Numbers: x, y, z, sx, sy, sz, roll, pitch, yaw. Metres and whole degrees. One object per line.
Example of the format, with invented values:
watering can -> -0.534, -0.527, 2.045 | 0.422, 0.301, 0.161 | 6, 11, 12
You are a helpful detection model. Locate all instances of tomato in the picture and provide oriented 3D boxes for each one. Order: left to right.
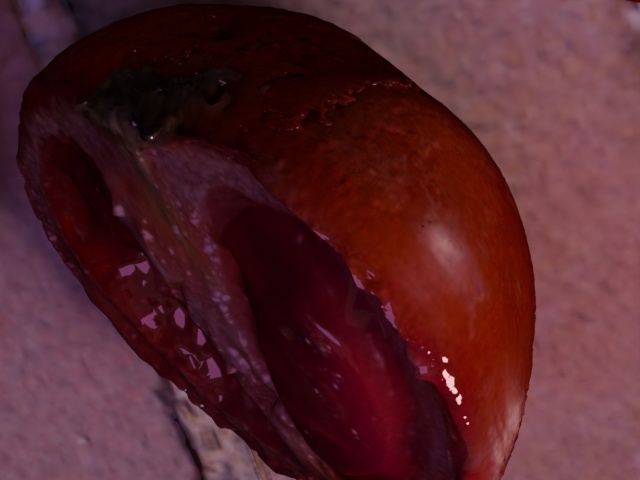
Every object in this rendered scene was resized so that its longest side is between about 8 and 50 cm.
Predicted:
tomato -> 0.000, 0.000, 0.493 | 0.189, 0.099, 0.173 | 23, 147, 44

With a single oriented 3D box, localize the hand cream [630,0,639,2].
hand cream -> 0.067, -0.144, 0.345 | 0.193, 0.193, 0.125 | 16, 123, 2
